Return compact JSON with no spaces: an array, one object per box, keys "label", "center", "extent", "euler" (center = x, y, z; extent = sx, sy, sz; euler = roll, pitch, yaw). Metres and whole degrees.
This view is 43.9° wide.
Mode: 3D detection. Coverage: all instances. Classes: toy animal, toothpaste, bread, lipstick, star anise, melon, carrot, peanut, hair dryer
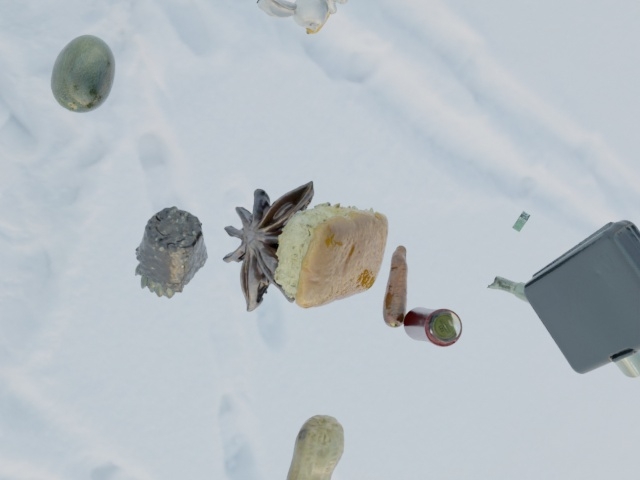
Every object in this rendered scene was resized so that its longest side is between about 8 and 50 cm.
[{"label":"toy animal","center":[-0.032,-0.512,1.726],"extent":[0.181,0.131,0.127],"euler":[-32,103,-1]},{"label":"toothpaste","center":[0.441,-0.042,1.744],"extent":[0.017,0.020,0.083],"euler":[-55,169,-13]},{"label":"bread","center":[0.023,0.023,1.390],"extent":[0.245,0.121,0.174],"euler":[-9,111,-58]},{"label":"lipstick","center":[0.235,0.181,1.687],"extent":[0.080,0.241,0.080],"euler":[0,85,-6]},{"label":"star anise","center":[-0.099,0.014,1.571],"extent":[0.110,0.198,0.258],"euler":[5,86,-58]},{"label":"melon","center":[-0.449,-0.311,1.504],"extent":[0.114,0.114,0.167],"euler":[38,51,-46]},{"label":"carrot","center":[0.181,0.100,1.872],"extent":[0.059,0.059,0.248],"euler":[56,33,-41]},{"label":"peanut","center":[-0.017,0.506,1.775],"extent":[0.110,0.120,0.237],"euler":[28,73,-35]},{"label":"hair dryer","center":[0.425,0.136,1.311],"extent":[0.229,0.267,0.092],"euler":[44,76,-11]}]

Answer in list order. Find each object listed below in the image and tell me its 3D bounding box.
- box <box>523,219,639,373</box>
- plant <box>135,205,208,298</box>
[{"label":"box","center":[0.375,0.081,1.062],"extent":[0.050,0.230,0.160],"euler":[-25,77,-25]},{"label":"plant","center":[-0.305,0.028,1.627],"extent":[0.132,0.129,0.194],"euler":[-52,171,-39]}]
